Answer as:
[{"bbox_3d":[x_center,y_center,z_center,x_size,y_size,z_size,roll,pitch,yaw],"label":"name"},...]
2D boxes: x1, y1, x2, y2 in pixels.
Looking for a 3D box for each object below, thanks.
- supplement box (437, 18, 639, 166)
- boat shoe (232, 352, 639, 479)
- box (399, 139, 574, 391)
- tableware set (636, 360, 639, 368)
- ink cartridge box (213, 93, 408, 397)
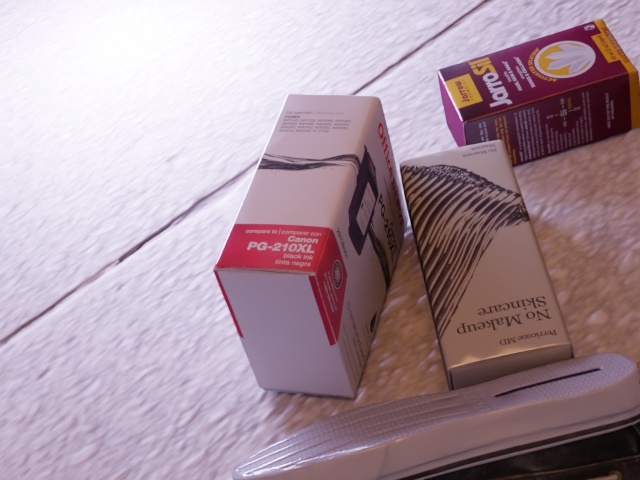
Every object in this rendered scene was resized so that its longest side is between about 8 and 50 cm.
[{"bbox_3d":[0.230,-0.151,1.288,0.188,0.080,0.104,-17,43,0],"label":"supplement box"},{"bbox_3d":[0.103,0.186,0.953,0.335,0.119,0.121,-13,9,2],"label":"boat shoe"},{"bbox_3d":[0.149,0.034,1.116,0.113,0.094,0.275,-13,43,3],"label":"box"},{"bbox_3d":[0.354,0.117,1.022,0.141,0.020,0.168,-22,42,-8],"label":"tableware set"},{"bbox_3d":[0.000,0.000,1.140,0.100,0.172,0.237,2,46,19],"label":"ink cartridge box"}]
